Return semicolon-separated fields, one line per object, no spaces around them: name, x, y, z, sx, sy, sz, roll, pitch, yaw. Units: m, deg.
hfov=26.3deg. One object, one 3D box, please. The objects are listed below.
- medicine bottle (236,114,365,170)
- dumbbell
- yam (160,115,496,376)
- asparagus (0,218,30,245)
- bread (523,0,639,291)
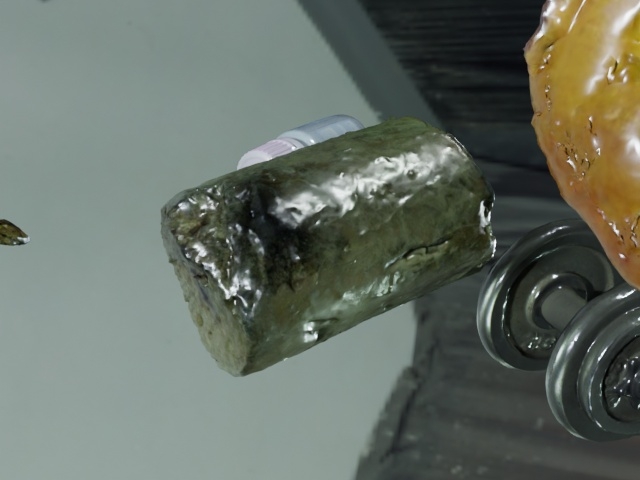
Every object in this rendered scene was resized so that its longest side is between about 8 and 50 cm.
medicine bottle;-0.020;-0.097;1.652;0.203;0.083;0.084;-23;111;-55
dumbbell;0.285;0.093;1.447;0.192;0.290;0.192;-12;120;-22
yam;0.000;0.000;1.324;0.300;0.195;0.195;-22;112;-23
asparagus;-0.406;-0.025;1.589;0.165;0.036;0.030;24;101;-42
bread;0.326;-0.119;0.834;0.215;0.398;0.398;20;77;-66
